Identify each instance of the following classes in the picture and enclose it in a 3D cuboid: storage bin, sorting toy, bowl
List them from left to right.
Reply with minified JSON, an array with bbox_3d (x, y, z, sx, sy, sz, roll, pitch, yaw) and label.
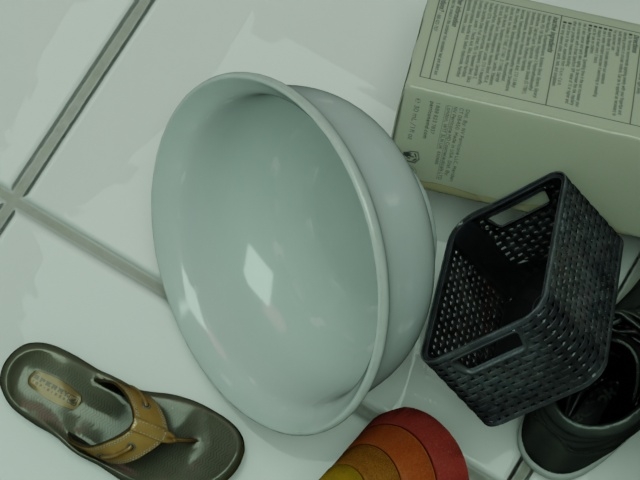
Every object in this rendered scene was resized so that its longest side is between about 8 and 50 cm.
[{"bbox_3d":[0.000,0.000,1.574,0.134,0.298,0.297,-15,75,-37],"label":"bowl"},{"bbox_3d":[0.075,0.314,1.523,0.127,0.126,0.365,-29,73,39],"label":"sorting toy"},{"bbox_3d":[0.162,0.045,1.536,0.084,0.122,0.180,46,36,-22],"label":"storage bin"}]

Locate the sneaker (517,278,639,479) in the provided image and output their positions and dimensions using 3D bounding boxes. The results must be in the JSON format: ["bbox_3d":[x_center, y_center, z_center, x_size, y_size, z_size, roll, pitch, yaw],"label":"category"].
[{"bbox_3d":[0.283,0.075,1.591,0.104,0.147,0.296,44,79,11],"label":"sneaker"}]

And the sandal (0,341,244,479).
[{"bbox_3d":[-0.171,0.147,1.620,0.219,0.060,0.090,29,79,7],"label":"sandal"}]

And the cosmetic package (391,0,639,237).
[{"bbox_3d":[0.223,-0.103,1.620,0.310,0.113,0.160,14,44,3],"label":"cosmetic package"}]
